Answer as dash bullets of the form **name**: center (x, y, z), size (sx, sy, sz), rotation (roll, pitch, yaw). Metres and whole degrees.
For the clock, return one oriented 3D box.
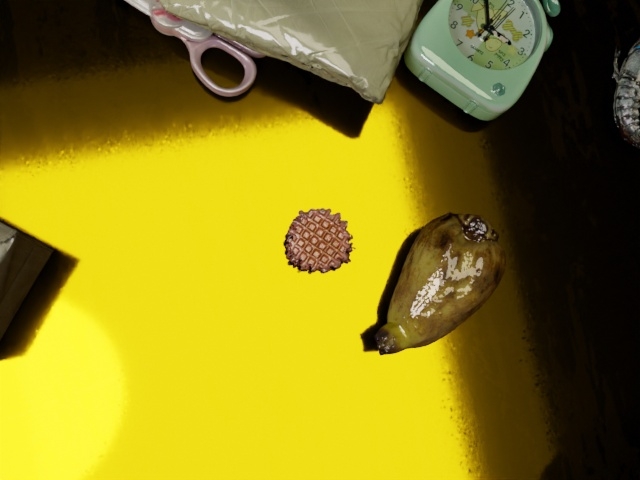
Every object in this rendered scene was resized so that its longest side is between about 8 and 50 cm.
- **clock**: center (0.206, -0.253, 0.889), size (0.148, 0.060, 0.188), rotation (37, 80, -1)

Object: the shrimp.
- **shrimp**: center (0.399, -0.203, 0.898), size (0.076, 0.082, 0.174), rotation (10, 89, -10)

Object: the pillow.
- **pillow**: center (-0.008, -0.319, 0.860), size (0.280, 0.076, 0.274), rotation (23, 68, -1)

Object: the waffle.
- **waffle**: center (0.000, 0.000, 0.849), size (0.083, 0.029, 0.075), rotation (-5, 87, -10)

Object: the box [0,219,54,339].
- **box**: center (-0.424, 0.010, 0.734), size (0.231, 0.155, 0.149), rotation (28, 81, -4)

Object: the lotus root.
- **lotus root**: center (0.130, 0.057, 0.831), size (0.108, 0.094, 0.191), rotation (36, 90, 31)

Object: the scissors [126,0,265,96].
- **scissors**: center (-0.173, -0.268, 0.859), size (0.242, 0.030, 0.118), rotation (28, 78, -6)
